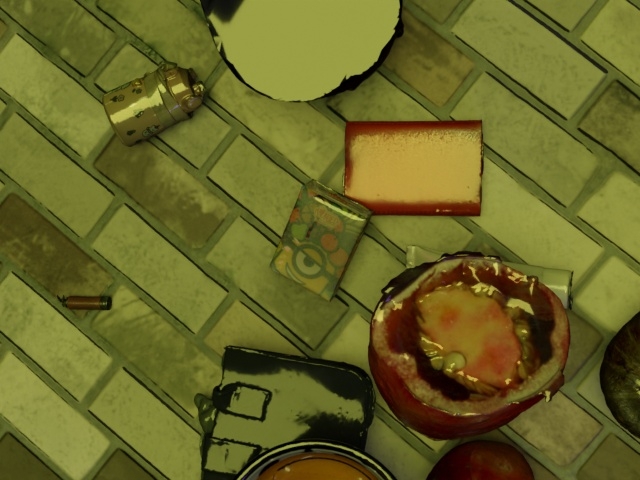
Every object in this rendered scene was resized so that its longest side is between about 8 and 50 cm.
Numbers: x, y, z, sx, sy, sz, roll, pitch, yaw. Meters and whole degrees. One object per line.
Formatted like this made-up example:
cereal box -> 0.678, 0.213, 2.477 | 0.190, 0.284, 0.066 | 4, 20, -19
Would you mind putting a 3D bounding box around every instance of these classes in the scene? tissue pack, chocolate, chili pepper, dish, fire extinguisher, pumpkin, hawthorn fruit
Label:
tissue pack -> 0.000, 0.000, 1.596 | 0.109, 0.060, 0.148 | 28, 115, 8
chocolate -> -0.016, -0.328, 1.566 | 0.284, 0.186, 0.283 | 0, 96, 4
chili pepper -> 0.194, 0.152, 1.485 | 0.251, 0.305, 0.229 | -28, 76, -4
dish -> -0.003, 0.399, 1.480 | 0.303, 0.120, 0.302 | 0, 91, 4
fire extinguisher -> -0.368, 0.095, 1.699 | 0.083, 0.022, 0.028 | 1, 125, 11
pumpkin -> 0.492, 0.180, 1.488 | 0.219, 0.162, 0.218 | 8, 106, 32
hawthorn fruit -> 0.217, 0.357, 1.507 | 0.157, 0.194, 0.156 | 0, 89, 22

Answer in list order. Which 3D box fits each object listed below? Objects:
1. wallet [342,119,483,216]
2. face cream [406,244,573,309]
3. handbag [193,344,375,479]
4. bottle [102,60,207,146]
wallet -> 0.136, -0.106, 1.604 | 0.205, 0.045, 0.142 | 0, 88, 10
face cream -> 0.242, 0.060, 1.580 | 0.244, 0.058, 0.092 | 4, 94, 16
handbag -> -0.072, 0.321, 1.598 | 0.269, 0.118, 0.325 | 11, 90, 3
bottle -> -0.245, -0.213, 1.654 | 0.152, 0.099, 0.098 | -26, 85, 5
